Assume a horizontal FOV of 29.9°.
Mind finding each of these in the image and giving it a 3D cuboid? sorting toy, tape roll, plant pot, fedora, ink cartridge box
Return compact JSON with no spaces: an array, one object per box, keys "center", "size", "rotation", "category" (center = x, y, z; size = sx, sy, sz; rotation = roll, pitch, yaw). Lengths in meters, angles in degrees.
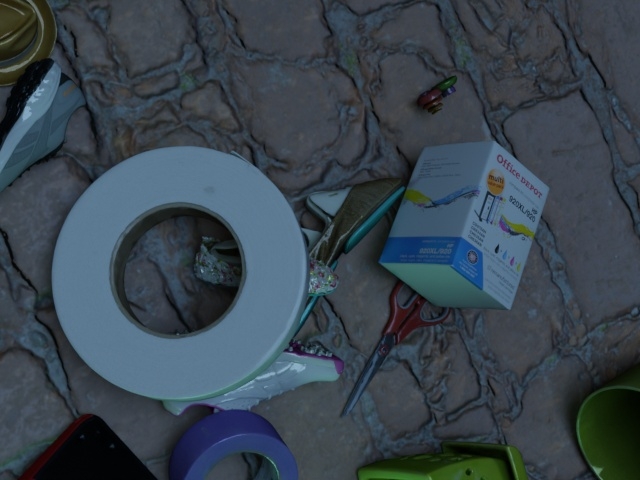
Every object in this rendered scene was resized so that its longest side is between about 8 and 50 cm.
[{"center":[0.207,-0.248,2.096],"size":[0.102,0.061,0.042],"rotation":[-37,101,-39],"category":"sorting toy"},{"center":[-0.136,0.364,1.859],"size":[0.189,0.080,0.189],"rotation":[-8,113,-20],"category":"tape roll"},{"center":[0.653,0.304,2.145],"size":[0.293,0.275,0.275],"rotation":[-34,99,-37],"category":"plant pot"},{"center":[-0.492,-0.327,1.811],"size":[0.194,0.079,0.194],"rotation":[2,85,-22],"category":"fedora"},{"center":[0.243,-0.025,2.000],"size":[0.171,0.168,0.233],"rotation":[35,67,-36],"category":"ink cartridge box"},{"center":[0.224,0.448,1.964],"size":[0.207,0.227,0.228],"rotation":[-18,92,-29],"category":"plant pot"},{"center":[-0.209,0.048,1.811],"size":[0.392,0.072,0.392],"rotation":[-1,78,5],"category":"tape roll"}]

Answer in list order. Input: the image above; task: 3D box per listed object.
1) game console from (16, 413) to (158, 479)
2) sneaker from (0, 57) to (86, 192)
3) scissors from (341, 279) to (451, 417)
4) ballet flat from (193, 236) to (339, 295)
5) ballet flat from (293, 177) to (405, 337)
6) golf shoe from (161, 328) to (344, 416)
[{"center":[-0.331,0.505,1.788],"size":[0.386,0.060,0.342],"rotation":[50,51,-12],"category":"game console"},{"center":[-0.448,-0.139,1.806],"size":[0.108,0.100,0.271],"rotation":[40,77,-36],"category":"sneaker"},{"center":[0.109,0.166,2.047],"size":[0.297,0.021,0.109],"rotation":[-42,104,-18],"category":"scissors"},{"center":[-0.090,0.038,1.878],"size":[0.241,0.091,0.077],"rotation":[4,119,15],"category":"ballet flat"},{"center":[0.000,0.000,1.980],"size":[0.124,0.116,0.342],"rotation":[36,77,5],"category":"ballet flat"},{"center":[-0.115,0.220,1.913],"size":[0.306,0.115,0.140],"rotation":[5,94,-15],"category":"golf shoe"}]
